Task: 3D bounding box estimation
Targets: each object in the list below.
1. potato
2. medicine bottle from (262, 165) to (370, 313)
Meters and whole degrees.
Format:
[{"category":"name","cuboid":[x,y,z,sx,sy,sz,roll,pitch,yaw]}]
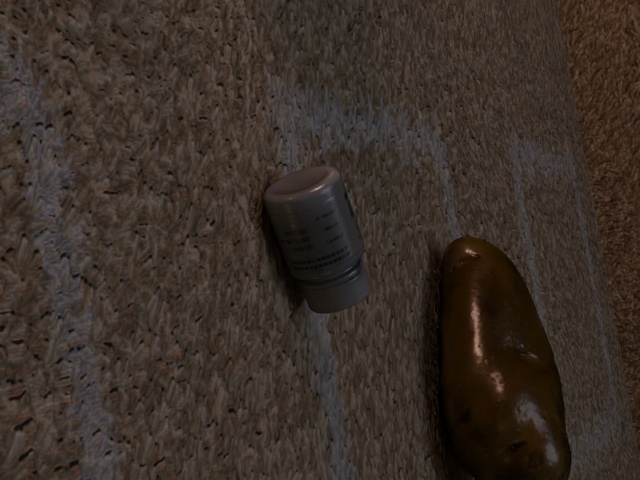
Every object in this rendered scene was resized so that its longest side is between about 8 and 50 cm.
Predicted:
[{"category":"potato","cuboid":[0.227,0.169,1.646,0.195,0.176,0.369,8,58,-26]},{"category":"medicine bottle","cuboid":[0.000,0.000,1.240,0.080,0.080,0.130,-60,134,-58]}]
